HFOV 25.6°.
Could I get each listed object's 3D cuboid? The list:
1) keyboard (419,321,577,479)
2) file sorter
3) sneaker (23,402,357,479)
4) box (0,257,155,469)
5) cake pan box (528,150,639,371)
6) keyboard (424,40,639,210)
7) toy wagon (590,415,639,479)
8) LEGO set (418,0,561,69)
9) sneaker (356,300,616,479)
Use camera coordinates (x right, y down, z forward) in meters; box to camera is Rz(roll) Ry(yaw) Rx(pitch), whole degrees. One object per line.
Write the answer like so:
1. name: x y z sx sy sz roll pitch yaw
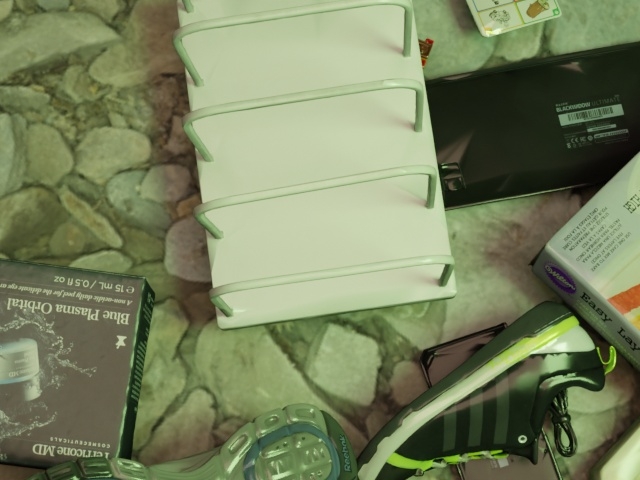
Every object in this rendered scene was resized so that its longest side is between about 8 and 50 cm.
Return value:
1. keyboard: 0.160 0.160 1.160 0.108 0.023 0.180 -19 82 0
2. file sorter: -0.008 -0.087 1.072 0.193 0.173 0.277 -8 82 1
3. sneaker: -0.118 0.211 1.043 0.297 0.129 0.111 -9 71 -27
4. box: -0.221 0.100 1.114 0.156 0.093 0.158 7 81 -2
5. cake pan box: 0.346 0.012 1.123 0.267 0.070 0.246 -41 78 -16
6. keyboard: 0.237 -0.066 1.200 0.317 0.033 0.201 -10 74 -4
7. toy wagon: 0.394 0.241 1.135 0.344 0.068 0.267 0 80 -4
8. LEGO set: 0.062 -0.231 1.222 0.244 0.060 0.182 -19 76 -14
9. sneaker: 0.128 0.145 1.105 0.235 0.084 0.097 -39 80 6
